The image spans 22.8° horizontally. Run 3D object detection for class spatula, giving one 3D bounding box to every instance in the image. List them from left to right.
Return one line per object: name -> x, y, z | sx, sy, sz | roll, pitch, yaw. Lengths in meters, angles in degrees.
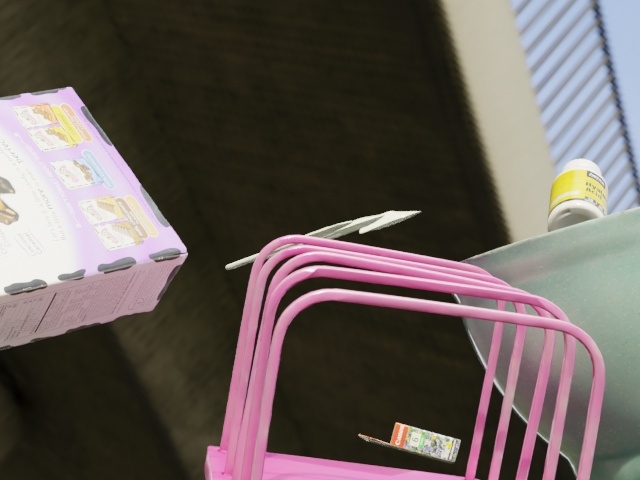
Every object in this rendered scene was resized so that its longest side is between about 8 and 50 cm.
spatula -> 0.000, 0.000, 2.104 | 0.242, 0.168, 0.019 | -21, -94, 44

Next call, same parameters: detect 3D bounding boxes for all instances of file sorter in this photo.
file sorter -> 0.044, 0.105, 1.001 | 0.202, 0.182, 0.290 | 8, 5, -7

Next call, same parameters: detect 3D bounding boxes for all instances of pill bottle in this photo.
pill bottle -> 0.288, -0.042, 1.769 | 0.065, 0.116, 0.065 | 5, -57, 8

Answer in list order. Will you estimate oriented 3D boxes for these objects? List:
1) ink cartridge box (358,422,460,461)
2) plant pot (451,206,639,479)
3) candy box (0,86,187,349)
ink cartridge box -> 0.103, 0.231, 1.842 | 0.115, 0.029, 0.063 | 15, -9, 5
plant pot -> 0.261, 0.080, 1.230 | 0.293, 0.293, 0.196 | -25, -101, 59
candy box -> -0.218, -0.014, 1.080 | 0.165, 0.196, 0.070 | 53, -47, 23
